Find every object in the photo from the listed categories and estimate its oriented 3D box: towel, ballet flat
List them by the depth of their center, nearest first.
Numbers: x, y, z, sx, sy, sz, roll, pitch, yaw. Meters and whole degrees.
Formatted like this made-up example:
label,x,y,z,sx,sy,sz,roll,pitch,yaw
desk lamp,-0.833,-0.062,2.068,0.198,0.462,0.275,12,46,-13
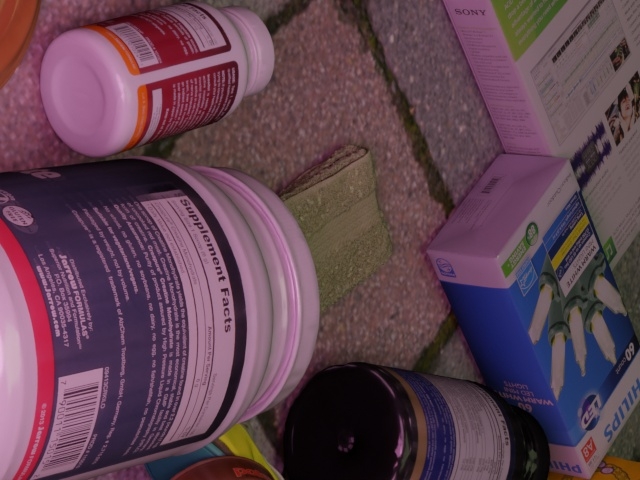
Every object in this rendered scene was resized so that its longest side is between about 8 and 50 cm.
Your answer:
label,x,y,z,sx,sy,sz,roll,pitch,yaw
ballet flat,-0.064,0.173,1.321,0.231,0.077,0.077,59,33,-39
towel,0.000,0.000,1.392,0.148,0.027,0.110,-36,121,-40

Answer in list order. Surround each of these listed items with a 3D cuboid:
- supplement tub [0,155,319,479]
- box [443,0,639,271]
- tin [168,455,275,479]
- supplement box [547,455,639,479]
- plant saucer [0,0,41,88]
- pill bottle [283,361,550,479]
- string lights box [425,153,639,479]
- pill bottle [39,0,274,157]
label,x,y,z,sx,sy,sz,roll,pitch,yaw
supplement tub,-0.152,0.049,1.103,0.272,0.191,0.191,-10,102,-48
box,0.236,-0.155,1.619,0.232,0.058,0.322,-49,130,-32
tin,-0.092,0.235,1.254,0.106,0.040,0.189,25,103,-33
supplement box,0.277,0.391,1.633,0.194,0.195,0.356,-43,125,-36
plant saucer,-0.239,-0.164,1.091,0.200,0.037,0.199,-9,102,-47
pill bottle,0.083,0.166,1.437,0.219,0.123,0.122,14,84,-49
string lights box,0.194,0.067,1.583,0.133,0.077,0.259,-51,130,-33
pill bottle,-0.104,-0.111,1.214,0.152,0.086,0.086,-21,111,-45
